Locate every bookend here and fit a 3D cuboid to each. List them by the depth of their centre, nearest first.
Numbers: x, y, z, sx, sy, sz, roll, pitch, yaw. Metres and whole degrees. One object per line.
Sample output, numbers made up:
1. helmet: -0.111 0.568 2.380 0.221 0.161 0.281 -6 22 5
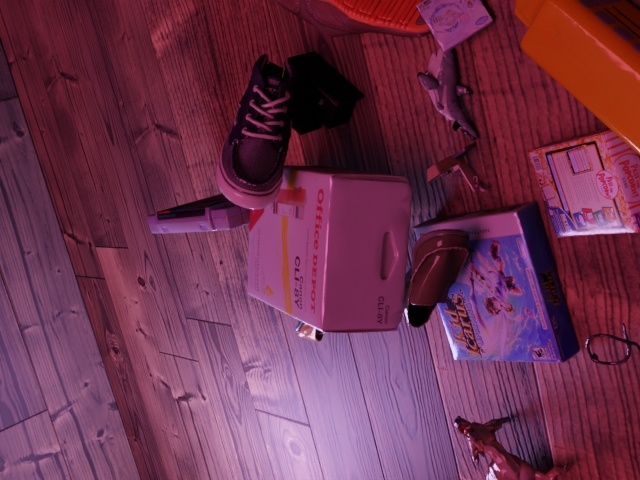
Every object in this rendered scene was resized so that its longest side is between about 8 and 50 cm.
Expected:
1. bookend: -0.009 -0.265 1.615 0.156 0.072 0.157 47 139 25

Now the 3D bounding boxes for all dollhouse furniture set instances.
1. dollhouse furniture set: 0.224 -0.097 1.382 0.081 0.114 0.091 59 140 4

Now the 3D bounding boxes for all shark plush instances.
1. shark plush: 0.221 -0.243 1.361 0.067 0.073 0.161 -25 83 23

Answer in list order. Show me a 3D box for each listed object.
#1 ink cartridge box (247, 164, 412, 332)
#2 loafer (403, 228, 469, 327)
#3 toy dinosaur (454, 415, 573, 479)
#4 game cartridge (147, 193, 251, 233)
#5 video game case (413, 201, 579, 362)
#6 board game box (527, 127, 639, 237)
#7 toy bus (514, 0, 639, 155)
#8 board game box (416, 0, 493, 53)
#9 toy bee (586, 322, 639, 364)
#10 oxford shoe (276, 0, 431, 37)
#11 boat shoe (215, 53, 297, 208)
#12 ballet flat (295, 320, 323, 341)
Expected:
1. ink cartridge box: 0.000 0.000 1.541 0.385 0.160 0.279 -165 76 -64
2. loafer: 0.199 0.070 1.401 0.251 0.094 0.087 106 160 -54
3. toy dinosaur: 0.349 0.442 1.513 0.200 0.127 0.295 36 146 45
4. game cartridge: -0.221 -0.071 1.847 0.355 0.230 0.068 -2 100 51
5. video game case: 0.302 0.081 1.423 0.244 0.061 0.269 -9 101 54
6. board game box: 0.393 -0.081 1.185 0.146 0.045 0.193 70 163 -5
7. toy bus: 0.389 -0.245 1.085 0.332 0.130 0.108 50 140 22
8. board game box: 0.214 -0.361 1.291 0.090 0.020 0.090 -31 81 13
9. toy bee: 0.533 0.172 1.138 0.195 0.162 0.298 -15 121 45
10. oxford shoe: 0.064 -0.423 1.434 0.364 0.130 0.132 29 166 29
11. boat shoe: -0.112 -0.212 1.483 0.340 0.127 0.158 -92 16 -51
12. ballet flat: 0.010 0.149 1.827 0.073 0.080 0.232 28 138 3
